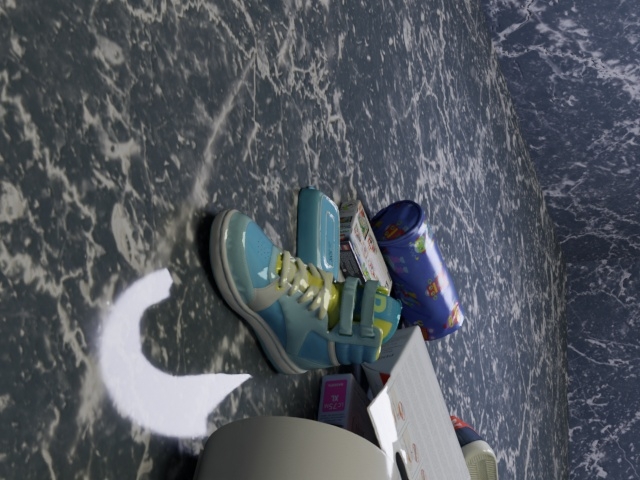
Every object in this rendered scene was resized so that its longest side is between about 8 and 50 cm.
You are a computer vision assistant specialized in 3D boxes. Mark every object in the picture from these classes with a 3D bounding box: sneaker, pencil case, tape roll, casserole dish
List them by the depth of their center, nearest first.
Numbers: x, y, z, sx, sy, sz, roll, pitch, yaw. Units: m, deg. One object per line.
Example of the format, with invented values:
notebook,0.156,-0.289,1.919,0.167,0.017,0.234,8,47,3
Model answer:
tape roll,-0.036,0.339,1.201,0.246,0.246,0.169,61,30,-44
sneaker,-0.007,0.063,1.407,0.319,0.208,0.127,59,33,-45
casserole dish,0.000,0.000,1.681,0.114,0.037,0.188,39,49,-60
pencil case,0.183,0.063,2.013,0.119,0.133,0.306,-43,131,-22
sneaker,0.301,0.507,2.195,0.148,0.131,0.350,52,-25,45

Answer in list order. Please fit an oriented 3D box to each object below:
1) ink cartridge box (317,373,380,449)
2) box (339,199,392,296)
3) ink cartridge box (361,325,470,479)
ink cartridge box,0.042,0.390,1.633,0.186,0.065,0.311,57,30,-49
box,0.076,0.041,1.860,0.114,0.036,0.207,-73,148,-46
ink cartridge box,0.135,0.343,1.676,0.385,0.091,0.308,-39,112,-68
